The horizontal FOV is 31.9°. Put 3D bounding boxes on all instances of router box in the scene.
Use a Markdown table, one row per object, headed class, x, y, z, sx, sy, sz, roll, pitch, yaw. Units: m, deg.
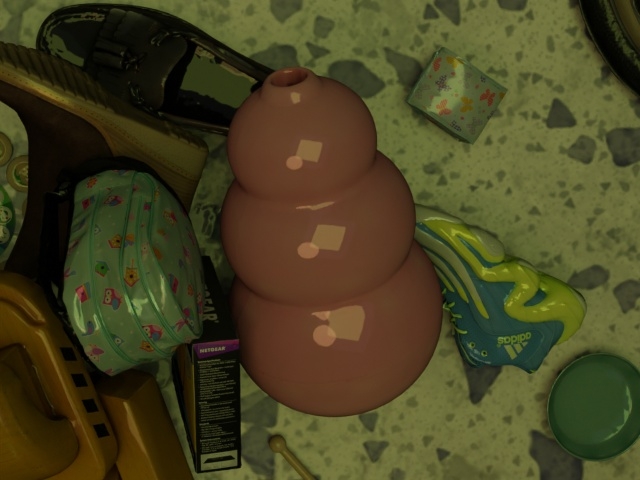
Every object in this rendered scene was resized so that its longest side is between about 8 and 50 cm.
| class | x | y | z | sx | sy | sz | roll | pitch | yaw |
| --- | --- | --- | --- | --- | --- | --- | --- | --- | --- |
| router box | -0.110 | 0.110 | 1.045 | 0.046 | 0.179 | 0.133 | -4 | 114 | -13 |

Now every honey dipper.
| class | x | y | z | sx | sy | sz | roll | pitch | yaw |
| --- | --- | --- | --- | --- | --- | --- | --- | --- | --- |
| honey dipper | 0.001 | 0.265 | 1.170 | 0.030 | 0.030 | 0.161 | -43 | 98 | -4 |

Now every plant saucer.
| class | x | y | z | sx | sy | sz | roll | pitch | yaw |
| --- | --- | --- | --- | --- | --- | --- | --- | --- | --- |
| plant saucer | 0.299 | 0.179 | 1.218 | 0.119 | 0.021 | 0.119 | -1 | 95 | -10 |

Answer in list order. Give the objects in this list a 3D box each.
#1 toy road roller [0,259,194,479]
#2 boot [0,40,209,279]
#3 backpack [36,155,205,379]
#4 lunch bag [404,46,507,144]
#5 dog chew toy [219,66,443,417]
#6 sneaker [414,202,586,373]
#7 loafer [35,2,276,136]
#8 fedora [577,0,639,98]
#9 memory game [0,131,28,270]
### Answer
| class | x | y | z | sx | sy | sz | roll | pitch | yaw |
| --- | --- | --- | --- | --- | --- | --- | --- | --- | --- |
| toy road roller | -0.267 | 0.186 | 0.990 | 0.202 | 0.240 | 0.330 | -18 | 101 | 12 |
| boot | -0.246 | -0.049 | 1.036 | 0.248 | 0.090 | 0.207 | 27 | 109 | -24 |
| backpack | -0.161 | 0.024 | 0.949 | 0.115 | 0.182 | 0.152 | -24 | 125 | 14 |
| lunch bag | 0.136 | -0.149 | 1.147 | 0.083 | 0.053 | 0.071 | 30 | 91 | -21 |
| dog chew toy | 0.000 | 0.000 | 1.020 | 0.206 | 0.207 | 0.332 | -17 | 125 | -8 |
| sneaker | 0.156 | 0.059 | 1.148 | 0.240 | 0.091 | 0.126 | 29 | 90 | -12 |
| loafer | -0.124 | -0.157 | 1.078 | 0.302 | 0.095 | 0.109 | 19 | 91 | -11 |
| fedora | 0.424 | -0.279 | 1.135 | 0.334 | 0.152 | 0.334 | -1 | 95 | -9 |
| memory game | -0.349 | -0.021 | 1.093 | 0.186 | 0.012 | 0.186 | -1 | 95 | -10 |
